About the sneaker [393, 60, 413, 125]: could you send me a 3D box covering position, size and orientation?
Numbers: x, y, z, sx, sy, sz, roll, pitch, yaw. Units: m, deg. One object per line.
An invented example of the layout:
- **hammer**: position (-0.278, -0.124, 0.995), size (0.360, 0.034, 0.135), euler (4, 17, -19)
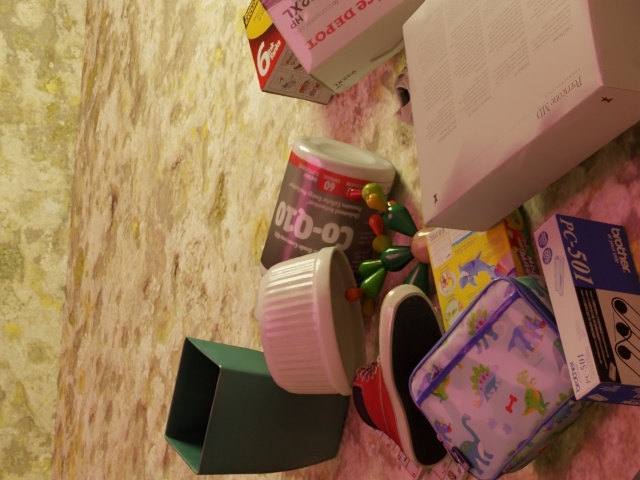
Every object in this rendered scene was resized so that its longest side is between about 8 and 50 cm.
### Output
- **sneaker**: position (0.139, -0.236, 1.891), size (0.053, 0.061, 0.152), euler (150, 125, -60)

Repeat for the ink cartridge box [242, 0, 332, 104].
- **ink cartridge box**: position (-0.009, -0.433, 2.174), size (0.309, 0.130, 0.272), euler (-60, 32, 38)

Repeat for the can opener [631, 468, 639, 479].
- **can opener**: position (0.289, 0.328, 1.366), size (0.283, 0.095, 0.076), euler (-64, 32, 32)

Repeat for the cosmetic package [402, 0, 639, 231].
- **cosmetic package**: position (0.229, -0.209, 1.507), size (0.377, 0.097, 0.284), euler (139, 134, -58)

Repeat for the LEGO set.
- **LEGO set**: position (0.170, 0.207, 1.732), size (0.182, 0.060, 0.244), euler (46, 126, 44)

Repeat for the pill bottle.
- **pill bottle**: position (0.000, 0.000, 1.983), size (0.161, 0.161, 0.283), euler (43, 121, 59)

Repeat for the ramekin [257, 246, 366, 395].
- **ramekin**: position (-0.012, 0.117, 1.834), size (0.207, 0.109, 0.207), euler (-8, -90, -78)

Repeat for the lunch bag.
- **lunch bag**: position (0.211, 0.155, 1.504), size (0.219, 0.090, 0.176), euler (-51, 61, 30)

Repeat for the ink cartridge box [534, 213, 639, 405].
- **ink cartridge box**: position (0.302, 0.075, 1.417), size (0.046, 0.097, 0.207), euler (-50, 39, 47)

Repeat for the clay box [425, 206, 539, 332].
- **clay box**: position (0.209, 0.062, 1.632), size (0.127, 0.053, 0.222), euler (-36, 50, 36)

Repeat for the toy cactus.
- **toy cactus**: position (0.112, 0.014, 1.812), size (0.180, 0.112, 0.219), euler (-20, 72, 41)

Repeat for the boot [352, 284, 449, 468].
- **boot**: position (0.085, 0.155, 1.696), size (0.176, 0.088, 0.244), euler (30, 133, 57)

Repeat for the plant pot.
- **plant pot**: position (-0.089, 0.260, 1.999), size (0.165, 0.234, 0.166), euler (28, 106, 63)

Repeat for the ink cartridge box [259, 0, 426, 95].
- **ink cartridge box**: position (0.012, -0.403, 1.894), size (0.223, 0.129, 0.307), euler (-36, 72, 12)
